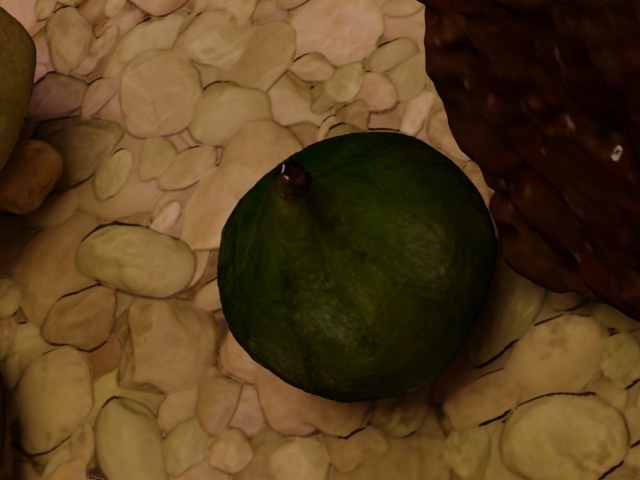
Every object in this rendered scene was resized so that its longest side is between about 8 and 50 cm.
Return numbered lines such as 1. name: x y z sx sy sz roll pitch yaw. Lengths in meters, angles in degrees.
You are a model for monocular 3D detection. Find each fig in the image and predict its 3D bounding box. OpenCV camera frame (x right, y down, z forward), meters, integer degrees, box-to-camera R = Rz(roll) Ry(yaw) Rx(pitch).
1. fig: 0.000 0.000 1.257 0.203 0.235 0.203 -14 62 27

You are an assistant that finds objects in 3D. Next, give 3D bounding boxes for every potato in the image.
1. potato: -0.250 -0.054 1.544 0.083 0.062 0.068 18 33 41

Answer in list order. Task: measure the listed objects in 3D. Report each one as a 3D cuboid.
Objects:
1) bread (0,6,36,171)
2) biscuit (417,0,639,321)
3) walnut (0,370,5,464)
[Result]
1. bread: -0.344 -0.099 1.529 0.270 0.148 0.270 -40 32 32
2. biscuit: 0.238 -0.067 1.075 0.166 0.343 0.395 -40 44 -20
3. walnut: -0.304 0.149 1.416 0.137 0.137 0.245 -21 47 19
